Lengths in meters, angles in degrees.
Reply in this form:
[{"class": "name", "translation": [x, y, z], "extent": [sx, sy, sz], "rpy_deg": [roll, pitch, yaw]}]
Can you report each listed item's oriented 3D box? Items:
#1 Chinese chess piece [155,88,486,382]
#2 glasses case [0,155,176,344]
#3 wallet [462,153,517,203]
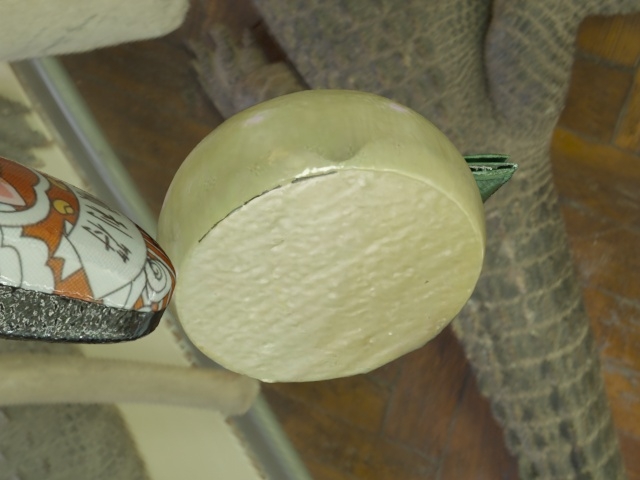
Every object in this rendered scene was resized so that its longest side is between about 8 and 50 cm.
[{"class": "Chinese chess piece", "translation": [0.000, 0.000, 0.930], "extent": [0.250, 0.097, 0.251], "rpy_deg": [-7, 138, -7]}, {"class": "glasses case", "translation": [-0.177, -0.011, 0.477], "extent": [0.103, 0.266, 0.067], "rpy_deg": [38, 108, 48]}, {"class": "wallet", "translation": [0.150, -0.059, 1.688], "extent": [0.236, 0.160, 0.055], "rpy_deg": [126, 135, -61]}]
